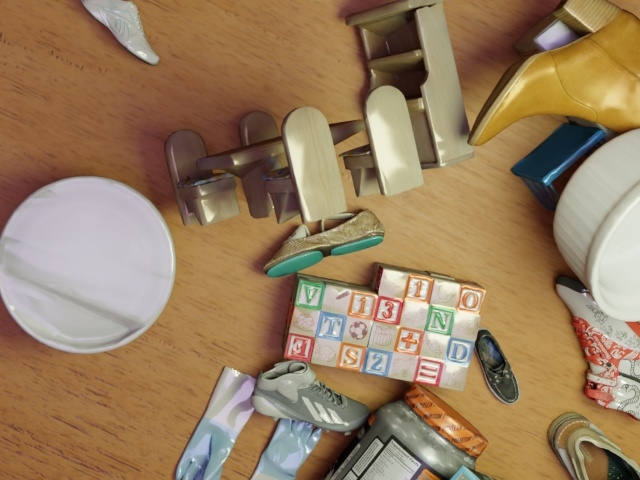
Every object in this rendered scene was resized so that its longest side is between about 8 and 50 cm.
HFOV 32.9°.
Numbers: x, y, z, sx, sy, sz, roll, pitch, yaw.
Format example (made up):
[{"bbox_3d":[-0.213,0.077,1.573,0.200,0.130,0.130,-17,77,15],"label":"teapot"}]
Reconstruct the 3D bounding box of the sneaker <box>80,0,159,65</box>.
[{"bbox_3d":[-0.300,-0.336,1.681,0.061,0.053,0.152,-44,97,-1],"label":"sneaker"}]

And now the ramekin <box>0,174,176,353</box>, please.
[{"bbox_3d":[-0.357,0.032,1.681,0.272,0.127,0.273,-1,96,-5],"label":"ramekin"}]

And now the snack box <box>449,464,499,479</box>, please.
[{"bbox_3d":[0.230,0.459,1.696,0.187,0.322,0.060,-50,59,2],"label":"snack box"}]

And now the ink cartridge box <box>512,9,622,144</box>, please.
[{"bbox_3d":[0.407,-0.256,1.696,0.087,0.153,0.208,-38,97,2],"label":"ink cartridge box"}]

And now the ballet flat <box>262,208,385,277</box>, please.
[{"bbox_3d":[0.000,0.000,1.745,0.206,0.073,0.067,-17,70,-5],"label":"ballet flat"}]

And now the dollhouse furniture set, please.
[{"bbox_3d":[0.006,-0.193,1.581,0.394,0.362,0.257,-19,100,-30],"label":"dollhouse furniture set"}]

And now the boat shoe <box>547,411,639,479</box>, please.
[{"bbox_3d":[0.495,0.422,1.803,0.113,0.103,0.302,-44,98,1],"label":"boat shoe"}]

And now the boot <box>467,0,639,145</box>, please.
[{"bbox_3d":[0.374,-0.204,1.574,0.211,0.104,0.295,37,93,-6],"label":"boot"}]

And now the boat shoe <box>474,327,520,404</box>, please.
[{"bbox_3d":[0.291,0.212,1.795,0.049,0.040,0.142,-28,98,-1],"label":"boat shoe"}]

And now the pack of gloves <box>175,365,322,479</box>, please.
[{"bbox_3d":[-0.117,0.351,1.777,0.195,0.046,0.232,25,94,-6],"label":"pack of gloves"}]

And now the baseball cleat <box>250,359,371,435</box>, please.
[{"bbox_3d":[-0.006,0.250,1.740,0.205,0.072,0.110,8,119,-18],"label":"baseball cleat"}]

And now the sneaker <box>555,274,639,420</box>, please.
[{"bbox_3d":[0.463,0.184,1.780,0.270,0.090,0.145,37,90,-10],"label":"sneaker"}]

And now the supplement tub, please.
[{"bbox_3d":[0.112,0.396,1.725,0.193,0.193,0.316,39,92,-7],"label":"supplement tub"}]

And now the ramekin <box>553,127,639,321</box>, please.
[{"bbox_3d":[0.475,-0.030,1.577,0.277,0.135,0.277,-15,130,-18],"label":"ramekin"}]

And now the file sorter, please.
[{"bbox_3d":[0.396,-0.103,1.705,0.118,0.170,0.104,-40,102,1],"label":"file sorter"}]

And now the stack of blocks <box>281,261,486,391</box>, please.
[{"bbox_3d":[0.099,0.126,1.746,0.297,0.087,0.171,11,95,-5],"label":"stack of blocks"}]
